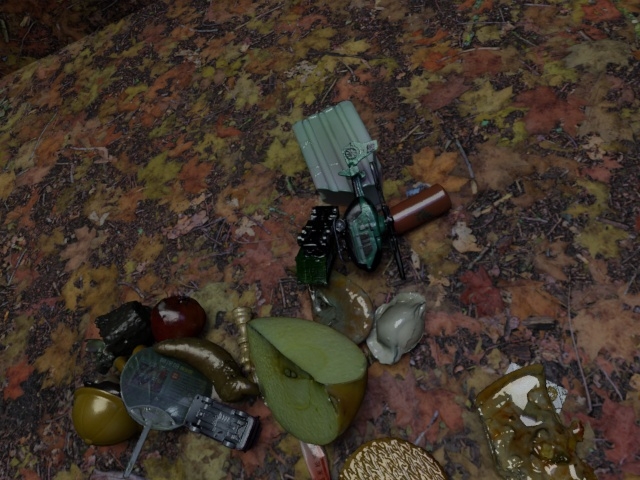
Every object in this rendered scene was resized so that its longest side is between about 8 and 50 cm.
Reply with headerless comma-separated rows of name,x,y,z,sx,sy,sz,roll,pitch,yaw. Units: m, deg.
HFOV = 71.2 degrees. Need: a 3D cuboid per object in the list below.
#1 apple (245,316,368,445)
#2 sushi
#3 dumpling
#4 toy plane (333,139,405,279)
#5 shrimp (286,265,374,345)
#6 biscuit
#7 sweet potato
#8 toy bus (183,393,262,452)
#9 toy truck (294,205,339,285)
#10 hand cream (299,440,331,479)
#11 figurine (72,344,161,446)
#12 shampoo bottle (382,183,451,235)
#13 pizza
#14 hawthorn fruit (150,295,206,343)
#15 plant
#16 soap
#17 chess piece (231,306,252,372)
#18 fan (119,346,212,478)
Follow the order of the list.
apple,-0.039,0.306,1.038,0.346,0.179,0.254,24,68,43
sushi,0.443,0.338,0.953,0.126,0.026,0.120,24,72,28
dumpling,0.181,0.203,1.076,0.188,0.108,0.127,-59,35,-2
toy plane,0.112,-0.069,1.163,0.155,0.106,0.381,-13,87,15
shrimp,0.013,0.158,1.165,0.317,0.077,0.168,32,95,41
biscuit,0.154,0.543,0.926,0.254,0.035,0.254,-9,59,15
sweet potato,-0.269,0.323,1.137,0.310,0.124,0.098,25,91,23
toy bus,-0.229,0.439,1.076,0.178,0.098,0.086,11,64,26
toy truck,0.000,0.000,1.187,0.088,0.121,0.259,1,28,11
hand cream,-0.010,0.491,1.014,0.052,0.038,0.216,-9,51,-19
figurine,-0.510,0.393,1.145,0.192,0.167,0.256,29,69,2
shampoo bottle,0.232,-0.064,1.219,0.244,0.085,0.085,-30,57,4
pizza,0.430,0.408,0.878,0.189,0.071,0.297,-22,71,7
hawthorn fruit,-0.396,0.235,1.230,0.148,0.148,0.172,23,100,27
plant,-0.562,0.269,1.256,0.203,0.131,0.142,-32,55,-3
soap,0.063,-0.249,1.355,0.208,0.115,0.347,-24,57,5
chess piece,-0.200,0.264,1.188,0.060,0.060,0.172,-17,60,8
fan,-0.416,0.383,1.097,0.223,0.012,0.294,49,47,5
